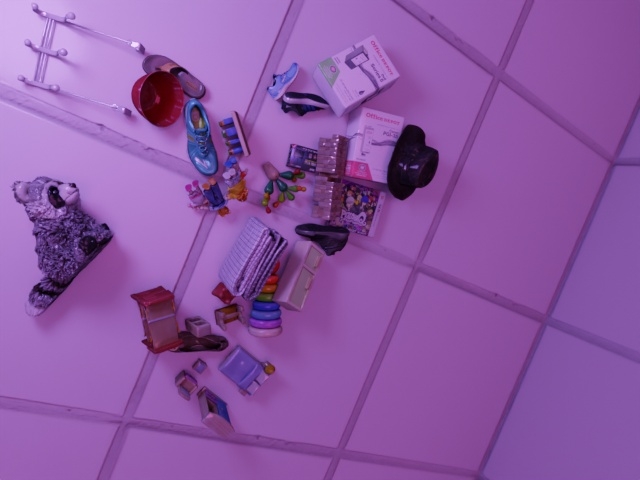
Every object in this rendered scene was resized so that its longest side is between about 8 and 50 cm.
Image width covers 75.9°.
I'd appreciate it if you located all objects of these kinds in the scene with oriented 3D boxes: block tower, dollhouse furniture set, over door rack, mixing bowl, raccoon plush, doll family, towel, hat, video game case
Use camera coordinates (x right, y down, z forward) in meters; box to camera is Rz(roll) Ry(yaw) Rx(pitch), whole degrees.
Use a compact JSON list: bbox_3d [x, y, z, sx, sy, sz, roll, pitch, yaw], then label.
[{"bbox_3d":[0.036,-0.256,1.669,0.091,0.097,0.335,-9,109,-61],"label":"block tower"},{"bbox_3d":[-0.358,0.559,1.628,0.303,0.198,0.286,-45,113,-9],"label":"dollhouse furniture set"},{"bbox_3d":[-0.747,-0.564,1.291,0.324,0.108,0.239,14,96,-21],"label":"over door rack"},{"bbox_3d":[-0.561,-0.479,1.377,0.181,0.098,0.181,-44,143,-45],"label":"mixing bowl"},{"bbox_3d":[-0.900,0.008,1.307,0.299,0.216,0.446,42,83,-16],"label":"raccoon plush"},{"bbox_3d":[-0.493,0.262,1.566,0.374,0.152,0.201,-14,106,-37],"label":"dollhouse furniture set"},{"bbox_3d":[-0.358,-0.170,1.512,0.263,0.118,0.163,-34,148,-12],"label":"doll family"},{"bbox_3d":[-0.257,0.066,1.554,0.121,0.235,0.283,29,89,-28],"label":"towel"},{"bbox_3d":[0.416,-0.323,1.733,0.331,0.134,0.331,-20,118,-46],"label":"hat"},{"bbox_3d":[0.157,-0.138,1.785,0.232,0.042,0.210,14,95,-24],"label":"video game case"}]

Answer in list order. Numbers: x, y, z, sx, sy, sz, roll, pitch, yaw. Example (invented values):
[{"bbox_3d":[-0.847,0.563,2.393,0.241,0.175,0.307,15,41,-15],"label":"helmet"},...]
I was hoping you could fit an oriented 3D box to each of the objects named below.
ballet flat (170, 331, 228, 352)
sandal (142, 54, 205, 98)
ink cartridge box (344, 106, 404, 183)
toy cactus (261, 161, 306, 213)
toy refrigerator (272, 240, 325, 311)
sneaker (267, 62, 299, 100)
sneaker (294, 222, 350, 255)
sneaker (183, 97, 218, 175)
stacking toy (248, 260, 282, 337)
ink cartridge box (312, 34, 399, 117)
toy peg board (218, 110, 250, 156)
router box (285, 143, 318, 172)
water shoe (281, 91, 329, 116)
[{"bbox_3d":[-0.487,0.410,1.622,0.250,0.058,0.084,9,96,-23],"label":"ballet flat"},{"bbox_3d":[-0.502,-0.568,1.420,0.219,0.060,0.090,31,87,-19],"label":"sandal"},{"bbox_3d":[0.212,-0.393,1.717,0.207,0.117,0.283,7,98,-23],"label":"ink cartridge box"},{"bbox_3d":[-0.165,-0.226,1.615,0.219,0.112,0.180,-37,102,-2],"label":"toy cactus"},{"bbox_3d":[-0.082,0.143,1.655,0.102,0.094,0.269,41,60,-39],"label":"toy refrigerator"},{"bbox_3d":[-0.143,-0.616,1.560,0.073,0.063,0.162,37,85,-21],"label":"sneaker"},{"bbox_3d":[0.000,0.000,1.722,0.228,0.087,0.130,7,118,-9],"label":"sneaker"},{"bbox_3d":[-0.431,-0.364,1.465,0.107,0.110,0.275,-17,107,-19],"label":"sneaker"},{"bbox_3d":[-0.220,0.216,1.664,0.141,0.141,0.330,0,94,-22],"label":"stacking toy"},{"bbox_3d":[0.140,-0.645,1.614,0.273,0.115,0.198,-34,93,-13],"label":"ink cartridge box"},{"bbox_3d":[-0.318,-0.378,1.490,0.079,0.160,0.161,-17,107,-2],"label":"toy peg board"},{"bbox_3d":[-0.071,-0.331,1.657,0.122,0.038,0.092,10,97,-23],"label":"router box"},{"bbox_3d":[-0.063,-0.532,1.615,0.203,0.073,0.080,-1,138,-31],"label":"water shoe"}]
